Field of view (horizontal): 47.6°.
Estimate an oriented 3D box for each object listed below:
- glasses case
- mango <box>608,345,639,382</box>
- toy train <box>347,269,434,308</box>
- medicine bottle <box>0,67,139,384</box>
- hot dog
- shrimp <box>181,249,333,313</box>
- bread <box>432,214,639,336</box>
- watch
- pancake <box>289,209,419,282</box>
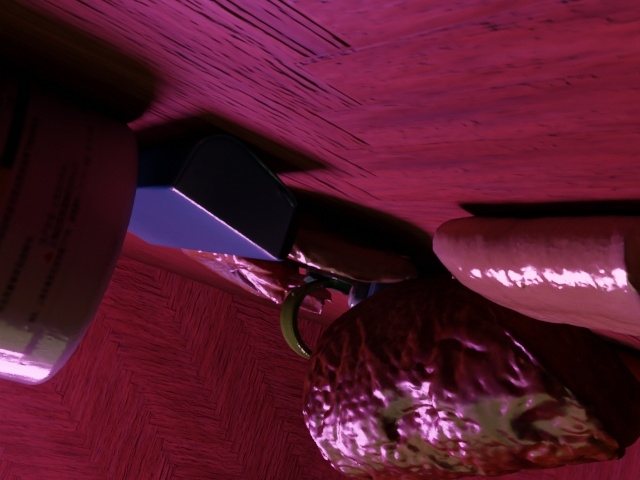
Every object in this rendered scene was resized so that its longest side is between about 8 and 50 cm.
[{"bbox_3d":[-0.137,-0.042,0.685,0.117,0.070,0.301,37,161,-30],"label":"glasses case"},{"bbox_3d":[0.400,0.193,1.066,0.115,0.089,0.165,12,179,-31],"label":"mango"},{"bbox_3d":[0.161,0.093,0.928,0.248,0.101,0.159,17,156,0],"label":"toy train"},{"bbox_3d":[-0.293,-0.027,0.561,0.232,0.238,0.238,21,171,-31],"label":"medicine bottle"},{"bbox_3d":[0.157,0.169,0.823,0.387,0.174,0.267,-21,121,39],"label":"hot dog"},{"bbox_3d":[-0.118,0.052,1.264,0.317,0.077,0.168,16,169,32],"label":"shrimp"},{"bbox_3d":[0.181,0.025,0.509,0.139,0.060,0.178,23,170,-27],"label":"bread"},{"bbox_3d":[0.031,0.114,1.093,0.165,0.152,0.131,22,168,-17],"label":"watch"},{"bbox_3d":[0.000,0.000,0.779,0.242,0.050,0.242,18,-179,0],"label":"pancake"}]
